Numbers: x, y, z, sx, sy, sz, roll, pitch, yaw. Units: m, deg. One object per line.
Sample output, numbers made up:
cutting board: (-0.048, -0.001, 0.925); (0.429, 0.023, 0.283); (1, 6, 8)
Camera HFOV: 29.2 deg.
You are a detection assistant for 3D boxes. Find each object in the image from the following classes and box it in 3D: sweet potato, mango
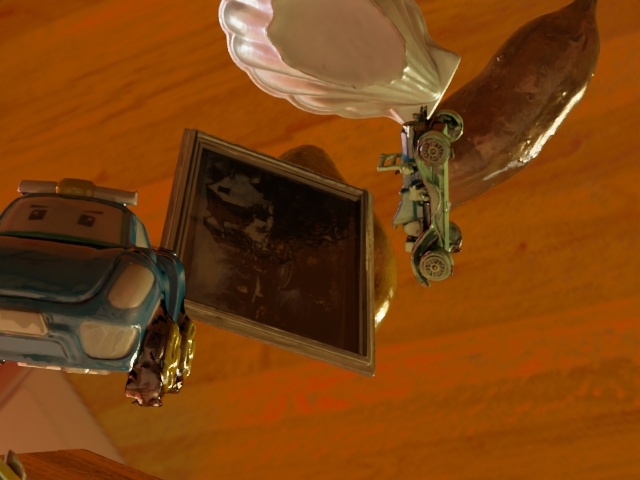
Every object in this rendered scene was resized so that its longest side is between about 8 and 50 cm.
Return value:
sweet potato: (0.273, -0.193, 1.701); (0.369, 0.158, 0.158); (-43, 99, 10)
mango: (-0.006, 0.003, 1.743); (0.329, 0.176, 0.175); (59, 152, 26)

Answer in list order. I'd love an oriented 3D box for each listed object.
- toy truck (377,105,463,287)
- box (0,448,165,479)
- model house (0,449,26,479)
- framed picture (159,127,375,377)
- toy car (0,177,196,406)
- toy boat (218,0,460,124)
toy truck: (0.089, -0.040, 1.118); (0.078, 0.080, 0.154); (3, 114, 14)
box: (-0.257, 0.285, 1.339); (0.152, 0.237, 0.070); (17, 89, 18)
model house: (-0.358, 0.210, 0.939); (0.224, 0.215, 0.198); (-35, 109, 5)
framed picture: (-0.046, -0.001, 1.257); (0.232, 0.296, 0.019); (19, 127, -13)
toy car: (-0.196, 0.034, 0.950); (0.198, 0.314, 0.166); (6, 87, 0)
toy boat: (0.014, -0.236, 1.391); (0.290, 0.100, 0.199); (29, 101, 1)
